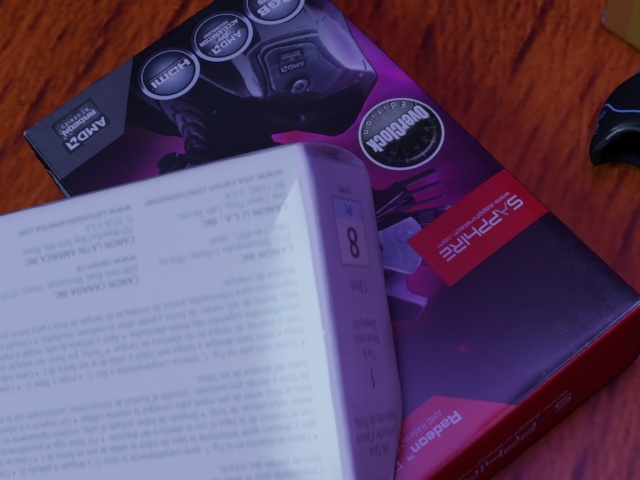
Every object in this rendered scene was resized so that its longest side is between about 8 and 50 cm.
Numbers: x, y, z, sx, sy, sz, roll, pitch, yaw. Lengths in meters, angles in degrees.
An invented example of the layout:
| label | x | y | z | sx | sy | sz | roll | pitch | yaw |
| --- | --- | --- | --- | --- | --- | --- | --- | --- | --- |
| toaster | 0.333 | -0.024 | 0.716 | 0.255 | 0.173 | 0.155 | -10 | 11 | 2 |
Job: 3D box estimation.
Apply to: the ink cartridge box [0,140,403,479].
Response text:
| label | x | y | z | sx | sy | sz | roll | pitch | yaw |
| --- | --- | --- | --- | --- | --- | --- | --- | --- | --- |
| ink cartridge box | -0.099 | 0.163 | 0.649 | 0.308 | 0.091 | 0.384 | -11 | 83 | 25 |

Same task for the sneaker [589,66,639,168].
| label | x | y | z | sx | sy | sz | roll | pitch | yaw |
| --- | --- | --- | --- | --- | --- | --- | --- | --- | --- |
| sneaker | 0.289 | -0.039 | 0.751 | 0.232 | 0.081 | 0.090 | 31 | 74 | 28 |

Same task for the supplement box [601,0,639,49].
| label | x | y | z | sx | sy | sz | roll | pitch | yaw |
| --- | --- | --- | --- | --- | --- | --- | --- | --- | --- |
| supplement box | 0.312 | -0.135 | 0.793 | 0.080 | 0.078 | 0.233 | -42 | 66 | -16 |

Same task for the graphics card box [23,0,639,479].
| label | x | y | z | sx | sy | sz | roll | pitch | yaw |
| --- | --- | --- | --- | --- | --- | --- | --- | --- | --- |
| graphics card box | 0.000 | 0.000 | 0.761 | 0.233 | 0.094 | 0.371 | -37 | 64 | -10 |
